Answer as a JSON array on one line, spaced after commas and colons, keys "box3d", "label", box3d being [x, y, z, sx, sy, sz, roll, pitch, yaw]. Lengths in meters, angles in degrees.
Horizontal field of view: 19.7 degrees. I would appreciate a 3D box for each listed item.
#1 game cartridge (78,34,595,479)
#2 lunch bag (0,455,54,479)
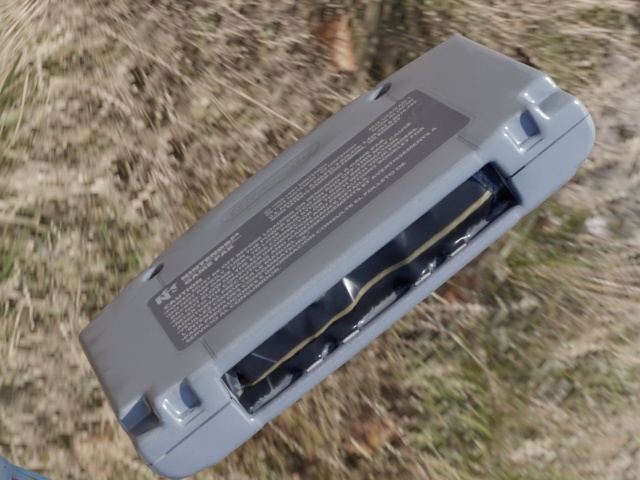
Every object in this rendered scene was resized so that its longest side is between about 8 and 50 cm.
[{"box3d": [0.000, 0.000, 1.034, 0.294, 0.196, 0.060, -38, 116, -3], "label": "game cartridge"}, {"box3d": [-0.189, 0.167, 1.074, 0.083, 0.071, 0.053, 27, 130, -22], "label": "lunch bag"}]
